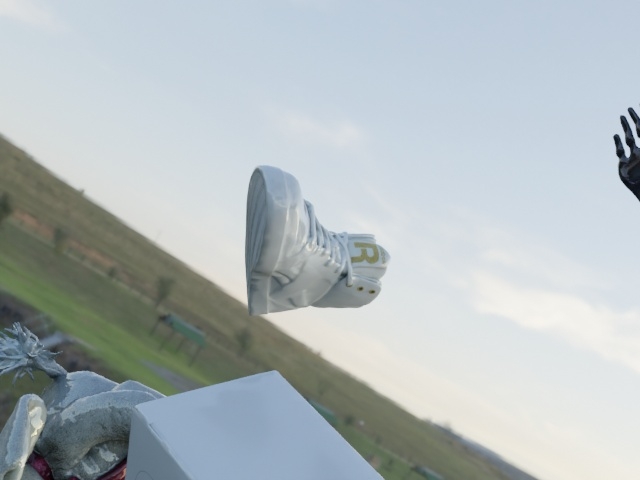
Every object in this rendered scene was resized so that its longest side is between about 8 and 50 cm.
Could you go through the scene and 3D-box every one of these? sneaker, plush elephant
[{"bbox_3d":[0.000,0.000,1.134,0.169,0.108,0.292,-2,-24,-6],"label":"sneaker"},{"bbox_3d":[-0.285,0.268,1.053,0.330,0.255,0.272,39,-47,-6],"label":"plush elephant"}]

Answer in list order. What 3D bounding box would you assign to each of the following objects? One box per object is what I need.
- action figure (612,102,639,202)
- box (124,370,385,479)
[{"bbox_3d":[0.344,-0.043,0.687,0.275,0.141,0.164,14,-20,-33],"label":"action figure"},{"bbox_3d":[-0.039,0.180,0.520,0.091,0.171,0.130,-9,34,-36],"label":"box"}]
